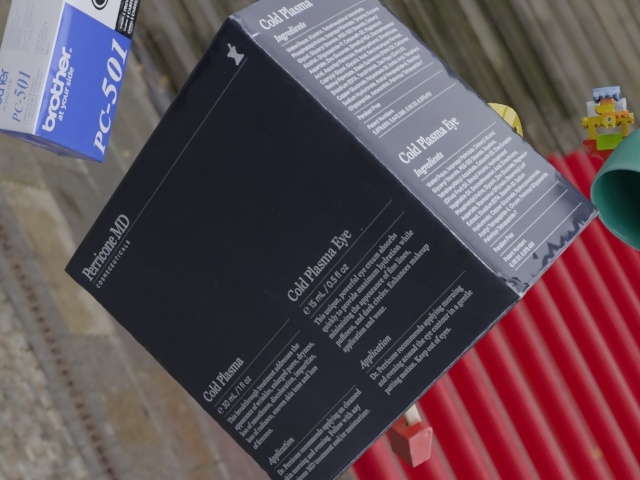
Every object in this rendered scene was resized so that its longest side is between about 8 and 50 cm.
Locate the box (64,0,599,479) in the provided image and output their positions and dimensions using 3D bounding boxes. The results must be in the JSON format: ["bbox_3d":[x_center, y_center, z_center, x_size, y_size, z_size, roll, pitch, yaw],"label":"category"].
[{"bbox_3d":[0.000,0.000,1.221,0.312,0.343,0.179,45,39,5],"label":"box"}]

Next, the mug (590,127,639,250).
[{"bbox_3d":[0.377,-0.051,1.518,0.129,0.097,0.157,-5,-51,52],"label":"mug"}]

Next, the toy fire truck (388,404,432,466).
[{"bbox_3d":[0.051,0.178,1.564,0.047,0.135,0.192,33,-42,54],"label":"toy fire truck"}]

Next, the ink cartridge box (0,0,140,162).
[{"bbox_3d":[-0.171,-0.167,0.991,0.097,0.046,0.207,24,78,-67],"label":"ink cartridge box"}]

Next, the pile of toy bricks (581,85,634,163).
[{"bbox_3d":[0.412,-0.127,1.639,0.118,0.212,0.105,30,56,-74],"label":"pile of toy bricks"}]

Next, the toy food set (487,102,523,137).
[{"bbox_3d":[0.182,-0.068,1.734,0.128,0.071,0.218,50,54,-49],"label":"toy food set"}]
